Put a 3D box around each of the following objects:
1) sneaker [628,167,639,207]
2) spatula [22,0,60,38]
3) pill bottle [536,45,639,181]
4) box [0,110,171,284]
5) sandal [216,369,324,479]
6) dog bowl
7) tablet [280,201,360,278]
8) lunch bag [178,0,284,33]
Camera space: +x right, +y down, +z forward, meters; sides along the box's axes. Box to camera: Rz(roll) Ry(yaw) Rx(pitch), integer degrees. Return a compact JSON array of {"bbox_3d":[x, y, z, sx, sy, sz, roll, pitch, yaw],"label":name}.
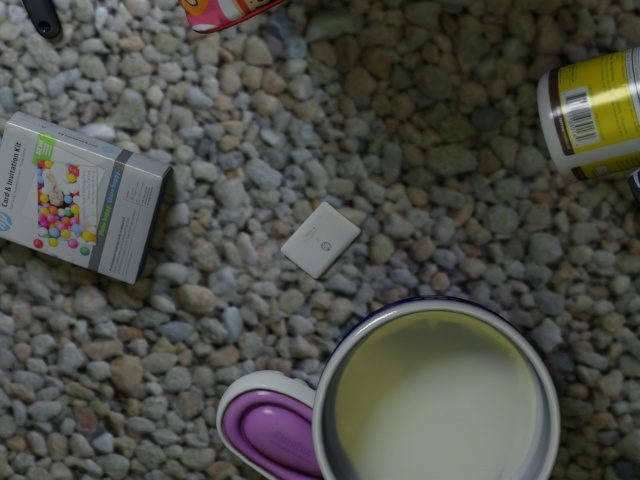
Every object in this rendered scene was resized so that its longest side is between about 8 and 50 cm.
[{"bbox_3d":[0.368,-0.058,1.773,0.098,0.224,0.083,-34,86,20],"label":"sneaker"},{"bbox_3d":[-0.334,-0.346,1.895,0.084,0.030,0.296,-10,113,18],"label":"spatula"},{"bbox_3d":[0.331,-0.137,1.793,0.215,0.117,0.117,-14,112,19],"label":"pill bottle"},{"bbox_3d":[-0.273,-0.047,2.024,0.186,0.038,0.145,21,118,4],"label":"box"},{"bbox_3d":[0.061,0.298,2.078,0.416,0.102,0.169,25,119,0],"label":"sandal"},{"bbox_3d":[0.123,0.192,1.958,0.265,0.104,0.265,0,94,1],"label":"dog bowl"},{"bbox_3d":[0.000,0.000,2.001,0.054,0.006,0.083,39,118,-7],"label":"tablet"},{"bbox_3d":[-0.020,-0.332,1.680,0.258,0.293,0.120,-23,120,20],"label":"lunch bag"}]
